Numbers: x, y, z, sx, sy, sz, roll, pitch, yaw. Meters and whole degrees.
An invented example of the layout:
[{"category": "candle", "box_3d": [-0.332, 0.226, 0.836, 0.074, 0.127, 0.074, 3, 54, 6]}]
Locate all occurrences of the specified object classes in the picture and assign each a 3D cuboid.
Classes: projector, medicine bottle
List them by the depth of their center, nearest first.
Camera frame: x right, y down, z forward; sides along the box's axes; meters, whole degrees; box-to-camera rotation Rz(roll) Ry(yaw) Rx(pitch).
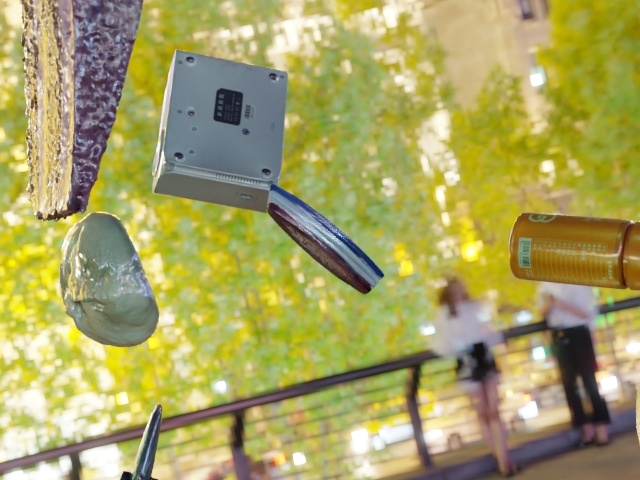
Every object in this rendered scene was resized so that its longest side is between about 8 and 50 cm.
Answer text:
[{"category": "medicine bottle", "box_3d": [0.359, 0.014, 1.700, 0.191, 0.096, 0.096, 5, 6, 28]}, {"category": "projector", "box_3d": [-0.164, -0.183, 2.071, 0.198, 0.251, 0.108, 10, -30, -11]}]

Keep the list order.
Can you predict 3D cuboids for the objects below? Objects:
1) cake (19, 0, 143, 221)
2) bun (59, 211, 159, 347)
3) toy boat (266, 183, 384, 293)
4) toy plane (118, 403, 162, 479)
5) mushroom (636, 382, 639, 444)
[{"category": "cake", "box_3d": [-0.264, -0.167, 1.311, 0.112, 0.295, 0.116, 11, -5, -37]}, {"category": "bun", "box_3d": [-0.333, 0.068, 1.916, 0.126, 0.213, 0.204, -21, -9, -18]}, {"category": "toy boat", "box_3d": [0.000, 0.000, 1.965, 0.080, 0.229, 0.046, -31, 22, 53]}, {"category": "toy plane", "box_3d": [-0.250, 0.372, 1.616, 0.222, 0.326, 0.104, 15, -3, -8]}, {"category": "mushroom", "box_3d": [0.427, 0.192, 1.056, 0.315, 0.315, 0.356, -12, -4, -23]}]
